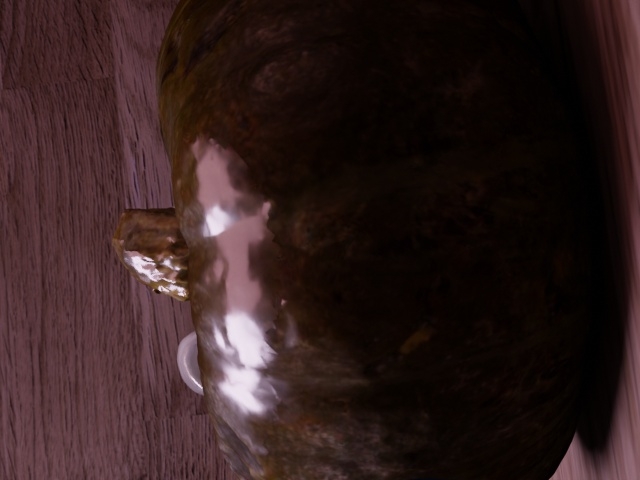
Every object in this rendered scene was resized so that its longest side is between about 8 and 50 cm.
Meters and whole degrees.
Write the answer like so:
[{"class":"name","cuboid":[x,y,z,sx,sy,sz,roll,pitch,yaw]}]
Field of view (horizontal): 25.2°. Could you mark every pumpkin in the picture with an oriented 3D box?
[{"class":"pumpkin","cuboid":[0.006,-0.007,0.492,0.219,0.162,0.219,-8,-90,-85]}]

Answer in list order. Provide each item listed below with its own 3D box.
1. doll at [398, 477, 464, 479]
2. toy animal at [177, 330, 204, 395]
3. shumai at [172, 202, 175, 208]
[{"class":"doll","cuboid":[0.028,0.187,0.330,0.215,0.161,0.256,-44,59,55]},{"class":"toy animal","cuboid":[0.024,0.149,1.211,0.271,0.206,0.265,64,-170,11]},{"class":"shumai","cuboid":[0.000,0.000,0.905,0.166,0.176,0.206,-96,-4,-46]}]
